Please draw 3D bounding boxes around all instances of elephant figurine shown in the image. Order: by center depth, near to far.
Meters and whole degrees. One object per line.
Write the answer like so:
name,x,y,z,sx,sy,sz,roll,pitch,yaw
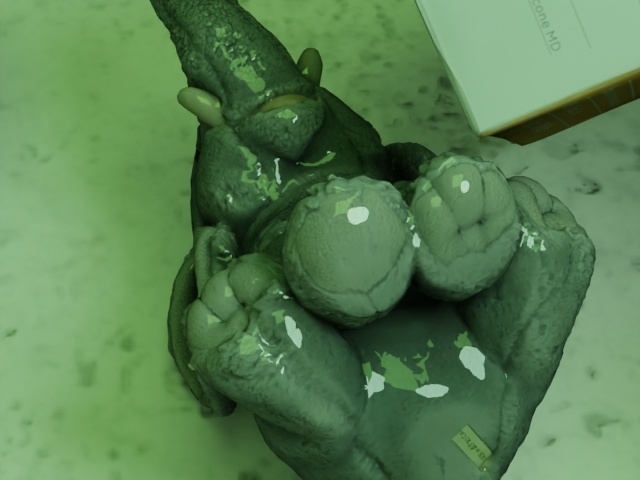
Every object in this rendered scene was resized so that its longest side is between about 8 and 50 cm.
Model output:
elephant figurine,0.000,0.000,0.731,0.169,0.186,0.239,22,10,-31

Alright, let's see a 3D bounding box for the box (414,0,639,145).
box,0.199,-0.179,0.692,0.345,0.215,0.168,-23,88,11
